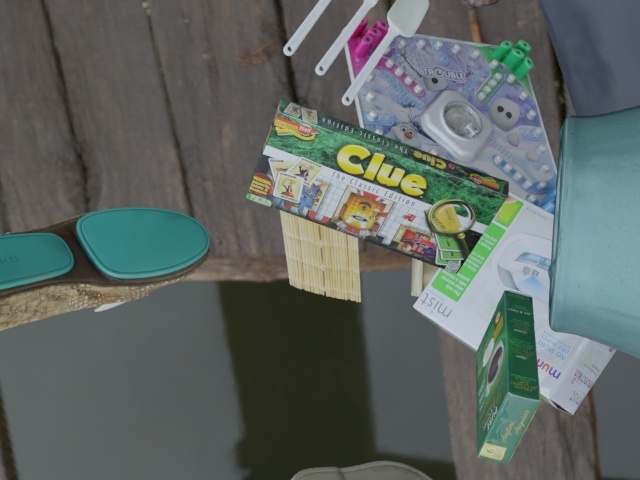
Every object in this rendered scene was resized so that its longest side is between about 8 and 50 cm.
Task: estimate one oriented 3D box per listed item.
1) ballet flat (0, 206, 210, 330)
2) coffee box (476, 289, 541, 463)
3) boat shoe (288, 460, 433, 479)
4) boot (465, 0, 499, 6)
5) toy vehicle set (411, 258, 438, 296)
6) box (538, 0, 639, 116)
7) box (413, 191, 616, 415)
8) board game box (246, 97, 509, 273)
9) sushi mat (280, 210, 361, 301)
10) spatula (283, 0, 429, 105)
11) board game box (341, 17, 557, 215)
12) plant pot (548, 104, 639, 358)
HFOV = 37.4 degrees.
[{"bbox_3d":[-0.173,0.022,0.657,0.067,0.206,0.073,-53,56,40],"label":"ballet flat"},{"bbox_3d":[0.219,0.158,1.117,0.040,0.184,0.113,15,125,-2],"label":"coffee box"},{"bbox_3d":[0.043,0.274,0.974,0.065,0.206,0.075,-53,40,34],"label":"boat shoe"},{"bbox_3d":[0.267,-0.445,1.396,0.082,0.219,0.106,14,138,15],"label":"boot"},{"bbox_3d":[0.266,-0.022,1.860,0.165,0.035,0.267,2,91,-18],"label":"toy vehicle set"},{"bbox_3d":[0.474,-0.314,1.301,0.182,0.294,0.296,4,123,55],"label":"box"},{"bbox_3d":[0.314,0.085,1.398,0.262,0.127,0.231,35,89,36],"label":"box"},{"bbox_3d":[0.058,-0.055,1.034,0.259,0.030,0.136,19,133,-6],"label":"board game box"},{"bbox_3d":[0.000,0.000,1.726,0.151,0.019,0.317,13,142,15],"label":"sushi mat"},{"bbox_3d":[0.058,-0.338,1.475,0.168,0.242,0.019,39,160,-19],"label":"spatula"},{"bbox_3d":[0.250,-0.213,1.676,0.050,0.389,0.390,131,136,-54],"label":"board game box"},{"bbox_3d":[0.317,-0.004,0.765,0.255,0.272,0.272,4,107,12],"label":"plant pot"}]
